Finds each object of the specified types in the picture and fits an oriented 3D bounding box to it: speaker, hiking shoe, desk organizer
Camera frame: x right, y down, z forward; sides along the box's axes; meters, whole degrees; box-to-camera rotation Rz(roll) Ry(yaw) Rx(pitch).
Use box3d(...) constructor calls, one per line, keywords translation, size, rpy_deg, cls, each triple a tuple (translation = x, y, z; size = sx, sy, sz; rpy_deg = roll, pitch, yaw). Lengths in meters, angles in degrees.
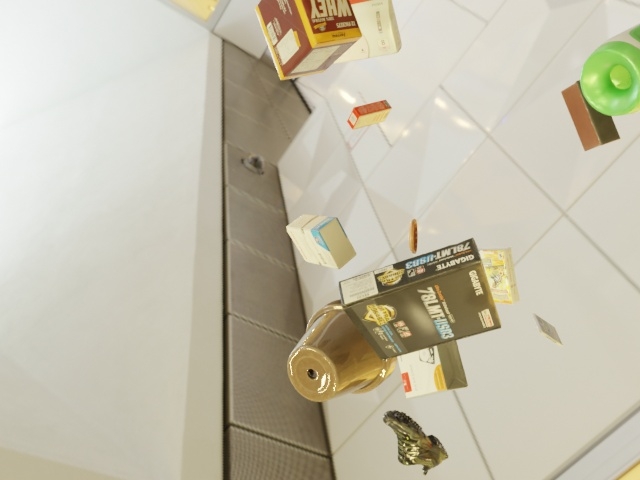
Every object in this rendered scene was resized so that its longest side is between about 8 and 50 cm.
box3d(translation=(0.570, -0.310, 0.980), size=(0.297, 0.131, 0.131), rpy_deg=(-29, -119, -21), cls="speaker")
box3d(translation=(0.241, 0.556, 1.617), size=(0.227, 0.114, 0.086), rpy_deg=(40, -175, -13), cls="hiking shoe")
box3d(translation=(0.513, -0.240, 1.136), size=(0.050, 0.047, 0.130), rpy_deg=(150, 100, -75), cls="desk organizer")

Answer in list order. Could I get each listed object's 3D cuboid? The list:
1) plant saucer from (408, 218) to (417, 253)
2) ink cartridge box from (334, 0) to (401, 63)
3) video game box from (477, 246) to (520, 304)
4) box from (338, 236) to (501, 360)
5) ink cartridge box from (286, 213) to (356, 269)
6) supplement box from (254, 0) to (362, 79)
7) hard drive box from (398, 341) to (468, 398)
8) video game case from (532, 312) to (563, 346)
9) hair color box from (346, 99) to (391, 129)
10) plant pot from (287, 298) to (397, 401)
box3d(translation=(0.220, -0.010, 1.418), size=(0.013, 0.083, 0.083), rpy_deg=(0, -164, 15), cls="plant saucer")
box3d(translation=(0.095, -0.594, 1.562), size=(0.066, 0.189, 0.232), rpy_deg=(-63, -38, -42), cls="ink cartridge box")
box3d(translation=(0.559, 0.115, 2.008), size=(0.048, 0.205, 0.186), rpy_deg=(-22, -78, -34), cls="video game box")
box3d(translation=(0.224, 0.141, 1.296), size=(0.295, 0.294, 0.073), rpy_deg=(57, -160, -50), cls="box")
box3d(translation=(0.000, 0.000, 1.896), size=(0.203, 0.086, 0.148), rpy_deg=(11, 135, 58), cls="ink cartridge box")
box3d(translation=(-0.032, -0.511, 1.391), size=(0.129, 0.194, 0.191), rpy_deg=(-20, -90, -30), cls="supplement box")
box3d(translation=(0.366, 0.422, 1.989), size=(0.089, 0.232, 0.180), rpy_deg=(-2, -110, -27), cls="hard drive box")
box3d(translation=(0.787, 0.310, 2.067), size=(0.122, 0.011, 0.087), rpy_deg=(32, -148, -26), cls="video game case")
box3d(translation=(0.166, -0.427, 2.021), size=(0.141, 0.072, 0.043), rpy_deg=(-19, -112, -29), cls="hair color box")
box3d(translation=(0.038, 0.308, 1.552), size=(0.263, 0.263, 0.229), rpy_deg=(44, -149, 14), cls="plant pot")
